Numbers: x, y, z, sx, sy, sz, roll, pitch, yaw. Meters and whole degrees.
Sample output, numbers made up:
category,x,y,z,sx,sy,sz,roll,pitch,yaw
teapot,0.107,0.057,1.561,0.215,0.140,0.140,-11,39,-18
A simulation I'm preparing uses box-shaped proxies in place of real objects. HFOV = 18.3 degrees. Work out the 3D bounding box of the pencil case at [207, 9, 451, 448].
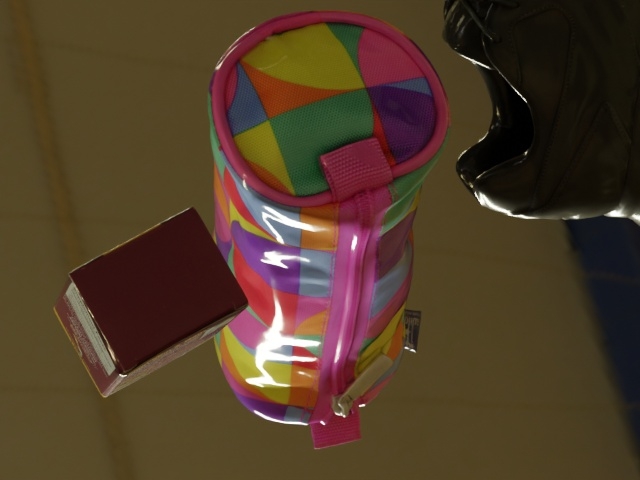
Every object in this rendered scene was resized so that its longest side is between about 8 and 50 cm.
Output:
category,x,y,z,sx,sy,sz,roll,pitch,yaw
pencil case,0.000,0.000,0.864,0.104,0.236,0.104,0,-119,0

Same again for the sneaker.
category,x,y,z,sx,sy,sz,roll,pitch,yaw
sneaker,0.123,-0.138,0.975,0.130,0.109,0.286,-5,-74,-11

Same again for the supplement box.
category,x,y,z,sx,sy,sz,roll,pitch,yaw
supplement box,-0.065,0.025,0.743,0.055,0.083,0.043,-28,-93,-16
